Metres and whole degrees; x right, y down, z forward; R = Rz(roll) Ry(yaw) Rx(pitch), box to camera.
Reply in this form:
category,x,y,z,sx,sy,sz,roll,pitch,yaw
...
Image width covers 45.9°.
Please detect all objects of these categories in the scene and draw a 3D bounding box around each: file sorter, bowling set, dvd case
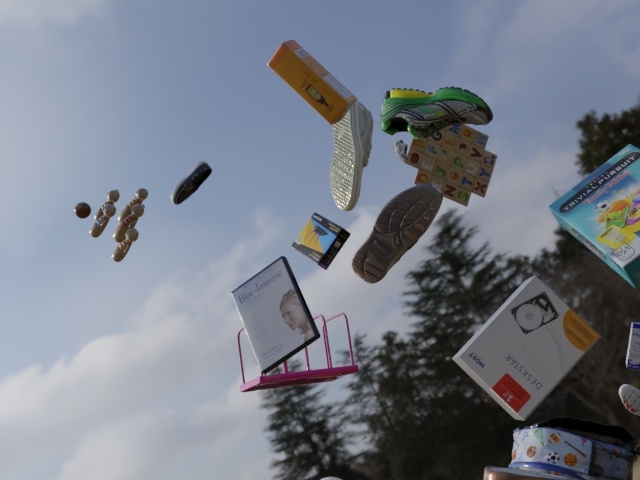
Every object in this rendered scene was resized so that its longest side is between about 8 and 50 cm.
category,x,y,z,sx,sy,sz,roll,pitch,yaw
file sorter,-0.074,0.313,2.148,0.290,0.182,0.202,-3,-16,-23
bowling set,-0.666,-0.086,2.398,0.199,0.287,0.154,29,-65,-27
dvd case,-0.117,0.185,1.913,0.180,0.253,0.022,-36,-34,16

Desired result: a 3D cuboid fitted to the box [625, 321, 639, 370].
category,x,y,z,sx,sy,sz,roll,pitch,yaw
box,0.975,0.321,2.297,0.072,0.137,0.126,8,0,21

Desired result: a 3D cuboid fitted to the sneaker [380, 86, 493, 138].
category,x,y,z,sx,sy,sz,roll,pitch,yaw
sneaker,0.338,-0.356,2.220,0.343,0.146,0.134,4,-22,28

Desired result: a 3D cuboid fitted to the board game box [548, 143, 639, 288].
category,x,y,z,sx,sy,sz,roll,pitch,yaw
board game box,0.723,-0.068,1.752,0.253,0.336,0.079,-38,-62,6

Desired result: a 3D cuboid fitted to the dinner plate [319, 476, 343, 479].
category,x,y,z,sx,sy,sz,roll,pitch,yaw
dinner plate,0.035,0.616,1.744,0.141,0.141,0.017,-37,-12,28

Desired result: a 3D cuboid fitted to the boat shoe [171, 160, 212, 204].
category,x,y,z,sx,sy,sz,roll,pitch,yaw
boat shoe,-0.344,-0.150,2.017,0.142,0.040,0.049,-51,-37,1

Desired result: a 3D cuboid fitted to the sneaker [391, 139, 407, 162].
category,x,y,z,sx,sy,sz,roll,pitch,yaw
sneaker,0.215,-0.238,1.987,0.037,0.083,0.032,-31,-45,7

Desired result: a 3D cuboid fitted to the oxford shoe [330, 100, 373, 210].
category,x,y,z,sx,sy,sz,roll,pitch,yaw
oxford shoe,0.122,-0.309,2.673,0.130,0.450,0.169,18,-30,-32

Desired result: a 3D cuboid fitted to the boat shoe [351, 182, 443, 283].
category,x,y,z,sx,sy,sz,roll,pitch,yaw
boat shoe,0.215,-0.033,2.089,0.355,0.132,0.130,-50,-7,33

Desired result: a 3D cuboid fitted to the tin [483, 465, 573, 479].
category,x,y,z,sx,sy,sz,roll,pitch,yaw
tin,0.386,0.441,1.372,0.189,0.040,0.106,12,-7,-17

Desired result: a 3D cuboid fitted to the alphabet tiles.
category,x,y,z,sx,sy,sz,roll,pitch,yaw
alphabet tiles,0.480,-0.297,2.761,0.342,0.285,0.011,22,-9,-15

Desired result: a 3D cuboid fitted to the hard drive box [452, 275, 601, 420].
category,x,y,z,sx,sy,sz,roll,pitch,yaw
hard drive box,0.416,0.219,1.536,0.232,0.181,0.089,-46,-9,-7

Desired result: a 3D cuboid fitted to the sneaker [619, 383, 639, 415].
category,x,y,z,sx,sy,sz,roll,pitch,yaw
sneaker,0.888,0.455,2.099,0.061,0.158,0.065,-46,1,14

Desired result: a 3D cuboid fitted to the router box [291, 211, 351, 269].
category,x,y,z,sx,sy,sz,roll,pitch,yaw
router box,0.000,0.000,2.292,0.046,0.179,0.133,36,-93,-33

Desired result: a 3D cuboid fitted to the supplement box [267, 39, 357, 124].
category,x,y,z,sx,sy,sz,roll,pitch,yaw
supplement box,-0.020,-0.403,1.925,0.078,0.233,0.080,-47,-4,30

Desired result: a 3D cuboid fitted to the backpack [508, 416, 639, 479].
category,x,y,z,sx,sy,sz,roll,pitch,yaw
backpack,0.591,0.550,1.829,0.276,0.263,0.213,110,-176,-62
